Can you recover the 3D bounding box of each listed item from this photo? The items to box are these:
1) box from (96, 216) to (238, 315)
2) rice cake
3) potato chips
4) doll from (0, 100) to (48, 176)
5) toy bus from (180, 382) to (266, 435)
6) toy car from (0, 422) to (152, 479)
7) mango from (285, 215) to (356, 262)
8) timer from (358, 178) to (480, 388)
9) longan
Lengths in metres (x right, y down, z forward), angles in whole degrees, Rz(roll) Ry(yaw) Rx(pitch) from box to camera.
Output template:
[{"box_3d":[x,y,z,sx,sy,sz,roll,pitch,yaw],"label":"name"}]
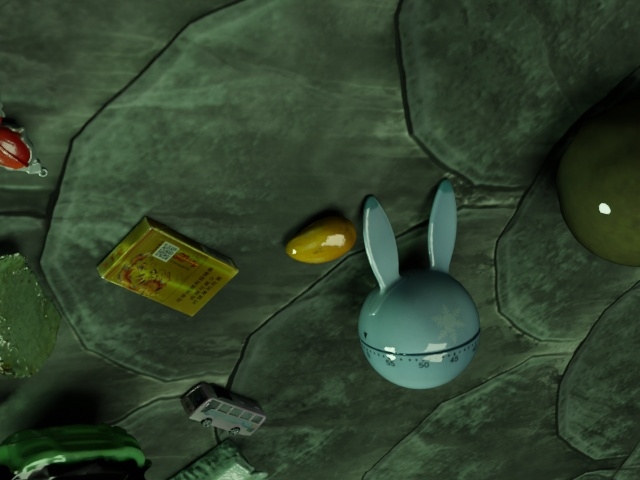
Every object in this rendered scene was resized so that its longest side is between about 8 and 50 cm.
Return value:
[{"box_3d":[-0.175,0.033,1.345,0.089,0.022,0.156,-46,139,14],"label":"box"},{"box_3d":[-0.181,0.362,1.656,0.206,0.063,0.069,-37,135,4],"label":"rice cake"},{"box_3d":[-0.362,0.074,1.238,0.228,0.059,0.167,9,116,-40],"label":"potato chips"},{"box_3d":[-0.306,-0.094,1.112,0.114,0.039,0.057,43,74,-42],"label":"doll"},{"box_3d":[-0.130,0.230,1.573,0.052,0.037,0.130,-45,140,12],"label":"toy bus"},{"box_3d":[-0.363,0.355,1.449,0.213,0.176,0.359,4,126,-37],"label":"toy car"},{"box_3d":[0.000,0.000,1.414,0.089,0.046,0.060,-14,137,-3],"label":"mango"},{"box_3d":[0.114,0.066,1.505,0.175,0.255,0.175,-16,177,-1],"label":"timer"},{"box_3d":[0.420,-0.070,1.484,0.248,0.248,0.248,-19,139,-17],"label":"longan"}]
